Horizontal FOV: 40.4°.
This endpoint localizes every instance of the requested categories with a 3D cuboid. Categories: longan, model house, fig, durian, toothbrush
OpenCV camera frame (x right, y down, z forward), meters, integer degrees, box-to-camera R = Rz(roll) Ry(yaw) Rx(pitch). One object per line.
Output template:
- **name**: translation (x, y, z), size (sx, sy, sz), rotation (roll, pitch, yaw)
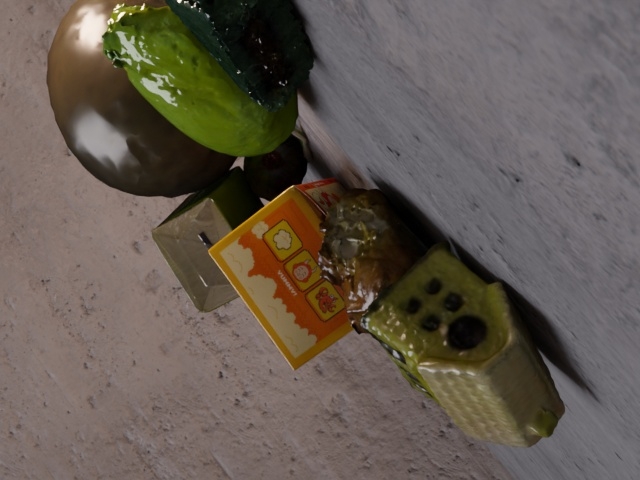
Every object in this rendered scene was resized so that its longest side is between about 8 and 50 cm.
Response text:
- **longan**: translation (-0.349, -0.289, 1.759), size (0.436, 0.404, 0.404), rotation (46, 175, 21)
- **model house**: translation (0.207, 0.143, 1.125), size (0.234, 0.175, 0.193), rotation (31, 161, 50)
- **fig**: translation (-0.086, -0.134, 1.882), size (0.149, 0.149, 0.245), rotation (50, 174, 15)
- **durian**: translation (-0.146, -0.250, 1.273), size (0.339, 0.204, 0.256), rotation (45, -160, -26)
- **toothbrush**: translation (-0.041, -0.194, 1.675), size (0.022, 0.026, 0.263), rotation (56, 178, 15)

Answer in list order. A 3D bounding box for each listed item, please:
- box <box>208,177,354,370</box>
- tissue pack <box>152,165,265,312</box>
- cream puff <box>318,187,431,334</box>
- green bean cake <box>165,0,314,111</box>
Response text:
- **box**: translation (-0.007, 0.045, 1.570), size (0.260, 0.214, 0.283), rotation (53, -164, 3)
- **tissue pack**: translation (-0.203, -0.009, 1.793), size (0.200, 0.167, 0.275), rotation (59, -167, -12)
- **cream puff**: translation (0.095, 0.036, 1.297), size (0.241, 0.155, 0.269), rotation (52, -163, -2)
- **green bean cake**: translation (-0.081, -0.248, 1.044), size (0.208, 0.107, 0.193), rotation (52, 173, -34)
